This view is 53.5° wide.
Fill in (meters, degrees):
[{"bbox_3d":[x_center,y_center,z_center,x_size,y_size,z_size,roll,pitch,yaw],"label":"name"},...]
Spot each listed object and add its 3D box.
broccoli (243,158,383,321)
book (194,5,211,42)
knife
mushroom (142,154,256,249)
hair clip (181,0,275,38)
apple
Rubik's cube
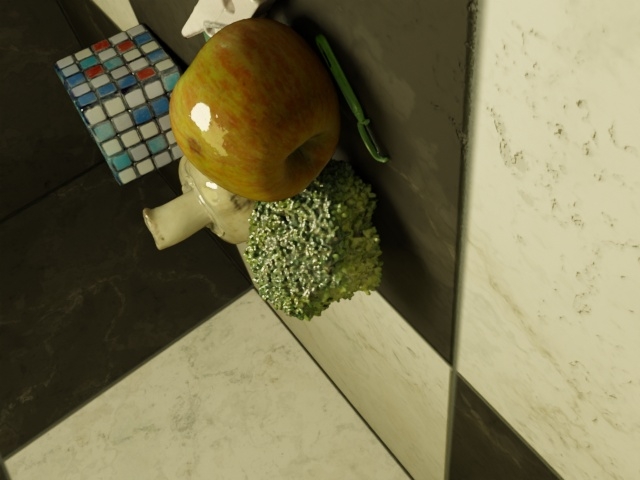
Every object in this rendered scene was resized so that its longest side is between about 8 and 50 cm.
[{"bbox_3d":[-0.008,0.010,1.135,0.260,0.235,0.288,34,134,-28],"label":"broccoli"},{"bbox_3d":[-0.215,-0.411,1.326,0.103,0.017,0.135,47,164,30],"label":"book"},{"bbox_3d":[0.044,-0.212,0.954,0.212,0.015,0.054,60,173,-20],"label":"knife"},{"bbox_3d":[-0.298,-0.105,1.644,0.314,0.336,0.314,47,155,31],"label":"mushroom"},{"bbox_3d":[-0.147,-0.380,1.053,0.101,0.085,0.331,55,160,-10],"label":"hair clip"},{"bbox_3d":[-0.089,-0.188,0.964,0.264,0.264,0.264,50,165,19],"label":"apple"},{"bbox_3d":[-0.531,-0.386,1.800,0.287,0.293,0.292,51,166,37],"label":"Rubik's cube"}]
